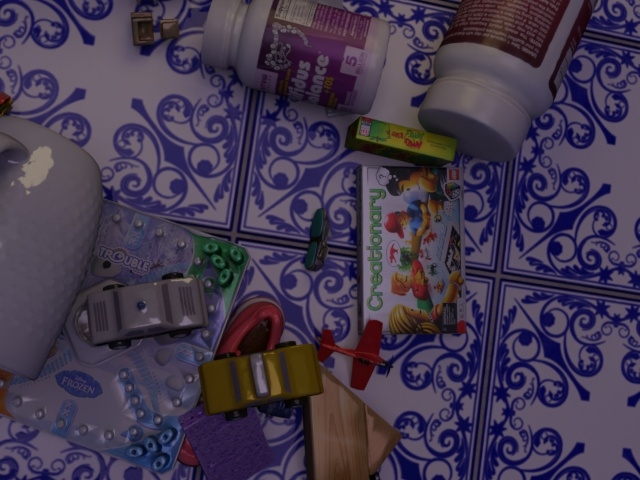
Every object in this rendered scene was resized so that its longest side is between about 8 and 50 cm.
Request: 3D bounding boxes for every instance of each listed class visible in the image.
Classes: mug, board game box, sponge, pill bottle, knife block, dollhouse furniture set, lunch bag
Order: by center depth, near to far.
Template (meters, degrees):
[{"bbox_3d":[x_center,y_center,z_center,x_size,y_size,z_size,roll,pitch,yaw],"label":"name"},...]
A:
[{"bbox_3d":[-0.462,-0.014,1.156,0.276,0.374,0.327,22,72,-1],"label":"mug"},{"bbox_3d":[-0.360,0.131,1.341,0.390,0.050,0.389,19,82,5],"label":"board game box"},{"bbox_3d":[-0.149,0.329,1.351,0.117,0.031,0.210,-28,134,-16],"label":"sponge"},{"bbox_3d":[-0.043,-0.328,1.417,0.302,0.169,0.169,13,83,-2],"label":"pill bottle"},{"bbox_3d":[0.010,0.380,1.419,0.276,0.088,0.242,42,79,-6],"label":"knife block"},{"bbox_3d":[-0.076,0.259,1.422,0.065,0.067,0.098,18,83,-9],"label":"lunch bag"},{"bbox_3d":[-0.242,-0.428,1.451,0.182,0.101,0.160,-5,111,-12],"label":"dollhouse furniture set"},{"bbox_3d":[0.338,-0.353,1.474,0.224,0.224,0.392,28,80,-8],"label":"pill bottle"},{"bbox_3d":[0.143,-0.175,1.487,0.182,0.092,0.043,12,85,-10],"label":"board game box"},{"bbox_3d":[0.163,0.018,1.495,0.193,0.053,0.305,0,86,-10],"label":"board game box"}]

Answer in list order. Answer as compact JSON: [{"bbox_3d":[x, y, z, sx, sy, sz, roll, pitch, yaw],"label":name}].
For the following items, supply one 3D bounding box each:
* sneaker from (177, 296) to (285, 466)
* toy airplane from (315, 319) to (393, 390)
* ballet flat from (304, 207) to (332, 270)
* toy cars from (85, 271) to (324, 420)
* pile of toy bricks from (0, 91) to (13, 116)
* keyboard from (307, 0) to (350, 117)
[{"bbox_3d":[-0.159,0.230,1.373,0.116,0.136,0.313,30,81,-7],"label":"sneaker"},{"bbox_3d":[0.056,0.196,1.447,0.151,0.028,0.151,7,112,17],"label":"toy airplane"},{"bbox_3d":[0.000,0.000,1.477,0.041,0.041,0.114,13,83,-10],"label":"ballet flat"},{"bbox_3d":[-0.180,0.155,1.254,0.394,0.087,0.176,29,75,6],"label":"toy cars"},{"bbox_3d":[-0.539,-0.132,1.343,0.118,0.105,0.212,33,80,-7],"label":"pile of toy bricks"},{"bbox_3d":[0.022,-0.355,1.520,0.072,0.014,0.255,-11,88,-17],"label":"keyboard"}]
